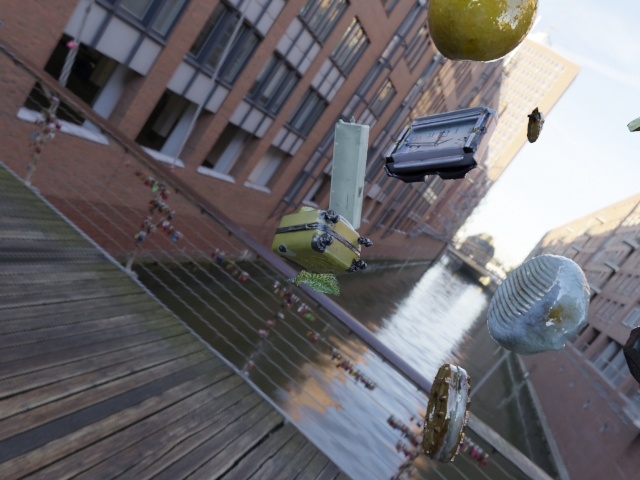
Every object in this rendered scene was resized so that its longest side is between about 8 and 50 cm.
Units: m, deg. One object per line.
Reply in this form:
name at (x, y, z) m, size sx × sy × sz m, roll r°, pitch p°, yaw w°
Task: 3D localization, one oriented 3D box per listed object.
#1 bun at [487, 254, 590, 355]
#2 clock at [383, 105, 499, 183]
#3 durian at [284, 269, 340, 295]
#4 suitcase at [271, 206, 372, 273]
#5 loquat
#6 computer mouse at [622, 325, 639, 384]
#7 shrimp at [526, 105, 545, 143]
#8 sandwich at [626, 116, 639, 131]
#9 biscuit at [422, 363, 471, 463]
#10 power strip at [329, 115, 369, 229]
bun at (0.716, 0.216, 1.573) m, size 0.211 × 0.361 × 0.362 m, roll 33°, pitch 9°, yaw -3°
clock at (0.294, -0.232, 1.192) m, size 0.253 × 0.186 × 0.083 m, roll 1°, pitch -45°, yaw 42°
durian at (-0.019, 0.147, 1.794) m, size 0.216 × 0.100 × 0.086 m, roll 19°, pitch 18°, yaw -9°
suitcase at (0.000, 0.000, 1.353) m, size 0.235 × 0.143 × 0.194 m, roll -5°, pitch -30°, yaw 43°
loquat at (0.403, -0.583, 1.209) m, size 0.275 × 0.274 × 0.275 m, roll 34°, pitch 9°, yaw -6°
computer mouse at (0.541, 0.214, 0.698) m, size 0.231 × 0.071 × 0.126 m, roll 54°, pitch -8°, yaw 6°
shrimp at (0.651, -0.357, 1.471) m, size 0.043 × 0.091 × 0.184 m, roll 26°, pitch 2°, yaw 28°
sandwich at (0.855, -0.311, 1.282) m, size 0.044 × 0.083 × 0.030 m, roll 27°, pitch 41°, yaw -56°
biscuit at (0.423, 0.580, 1.636) m, size 0.103 × 0.331 × 0.332 m, roll 15°, pitch 7°, yaw 8°
power strip at (0.088, -0.208, 1.538) m, size 0.106 × 0.366 × 0.043 m, roll 18°, pitch 24°, yaw 33°
